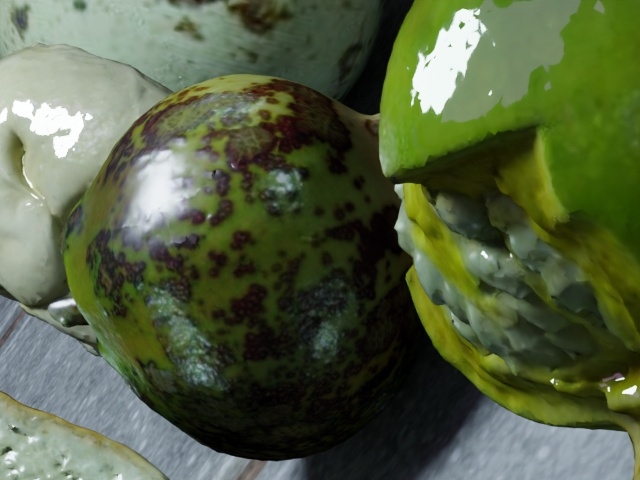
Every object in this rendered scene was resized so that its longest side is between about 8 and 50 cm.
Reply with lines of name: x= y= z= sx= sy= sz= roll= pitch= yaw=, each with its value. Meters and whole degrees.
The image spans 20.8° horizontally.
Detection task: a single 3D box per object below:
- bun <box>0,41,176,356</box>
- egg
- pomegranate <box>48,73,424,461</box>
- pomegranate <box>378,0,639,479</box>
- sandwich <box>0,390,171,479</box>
bun: x=-0.136 y=-0.005 z=1.142 sx=0.160 sy=0.259 sz=0.259 roll=-58 pitch=19 yaw=-24
egg: x=-0.103 y=-0.192 z=1.324 sx=0.287 sy=0.287 sz=0.379 roll=-60 pitch=18 yaw=-15
pomegranate: x=-0.008 y=-0.015 z=0.939 sx=0.276 sy=0.204 sz=0.222 roll=-49 pitch=8 yaw=11
pomegranate: x=0.135 y=0.009 z=0.595 sx=0.236 sy=0.236 sz=0.302 roll=-32 pitch=60 yaw=49
sandwich: x=-0.236 y=0.216 z=1.058 sx=0.273 sy=0.249 sz=0.095 roll=-61 pitch=-13 yaw=-18
